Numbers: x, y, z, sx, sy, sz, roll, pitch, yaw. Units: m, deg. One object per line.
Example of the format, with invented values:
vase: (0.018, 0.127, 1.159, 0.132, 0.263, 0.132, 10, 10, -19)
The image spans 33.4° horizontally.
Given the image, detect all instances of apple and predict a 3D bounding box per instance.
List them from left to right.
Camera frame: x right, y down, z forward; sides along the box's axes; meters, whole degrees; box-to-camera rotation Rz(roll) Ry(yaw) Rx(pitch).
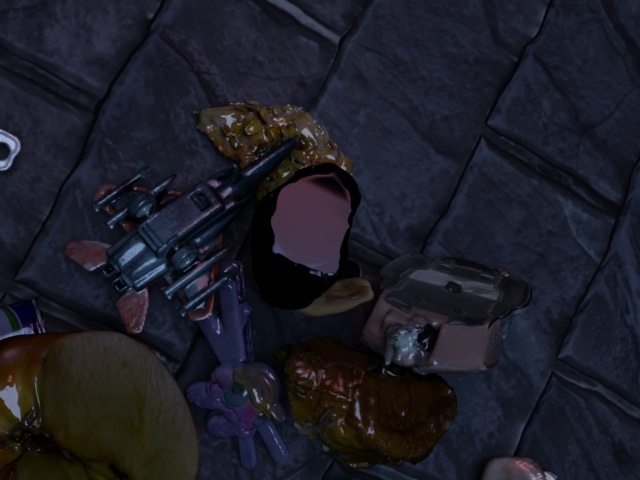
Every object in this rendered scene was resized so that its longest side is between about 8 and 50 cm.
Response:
apple: (-0.268, 0.269, 1.181, 0.295, 0.329, 0.365, -43, 140, -4)

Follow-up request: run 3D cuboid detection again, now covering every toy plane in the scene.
toy plane: (-0.153, -0.036, 1.343, 0.326, 0.104, 0.223, -40, 77, -3)

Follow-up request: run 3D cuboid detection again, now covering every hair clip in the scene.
hair clip: (-0.117, 0.165, 1.389, 0.137, 0.090, 0.278, -13, 88, 17)

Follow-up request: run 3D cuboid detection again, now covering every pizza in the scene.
pizza: (-0.052, -0.118, 1.433, 0.147, 0.069, 0.226, -38, 99, -13)

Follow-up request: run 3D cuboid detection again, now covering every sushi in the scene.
sushi: (0.053, 0.210, 1.374, 0.296, 0.179, 0.166, 10, 72, -48)

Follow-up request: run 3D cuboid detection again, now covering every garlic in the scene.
garlic: (0.289, 0.384, 1.499, 0.124, 0.099, 0.174, -8, 90, -3)

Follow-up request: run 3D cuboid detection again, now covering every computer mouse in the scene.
computer mouse: (0.155, 0.117, 1.364, 0.199, 0.389, 0.115, 11, 109, 19)

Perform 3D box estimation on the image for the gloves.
gloves: (-0.007, -0.002, 1.306, 0.152, 0.301, 0.197, 7, 75, 16)

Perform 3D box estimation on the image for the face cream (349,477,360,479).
face cream: (0.036, 0.372, 1.421, 0.095, 0.091, 0.091, -41, 99, -8)

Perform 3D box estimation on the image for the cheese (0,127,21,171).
cheese: (-0.485, -0.181, 1.299, 0.249, 0.071, 0.163, 9, 86, -16)

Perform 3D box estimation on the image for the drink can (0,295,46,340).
drink can: (-0.445, 0.143, 1.283, 0.235, 0.097, 0.097, -15, 91, -17)
